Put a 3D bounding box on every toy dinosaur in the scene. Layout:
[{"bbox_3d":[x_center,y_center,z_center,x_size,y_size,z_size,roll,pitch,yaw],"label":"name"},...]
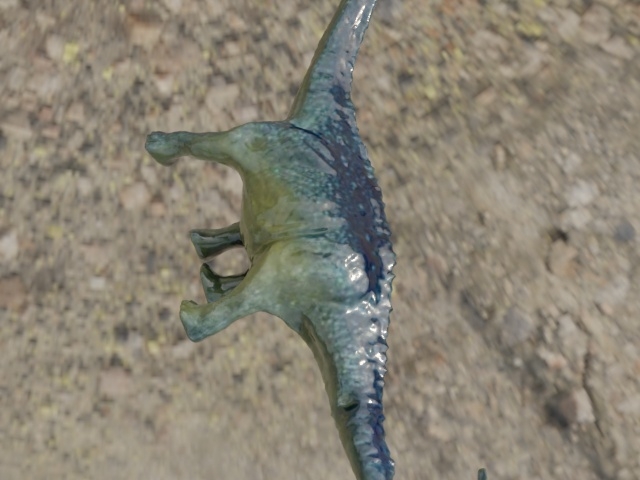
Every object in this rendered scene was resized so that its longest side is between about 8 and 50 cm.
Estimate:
[{"bbox_3d":[-0.011,-0.001,0.897,0.147,0.363,0.076,-14,153,14],"label":"toy dinosaur"}]
